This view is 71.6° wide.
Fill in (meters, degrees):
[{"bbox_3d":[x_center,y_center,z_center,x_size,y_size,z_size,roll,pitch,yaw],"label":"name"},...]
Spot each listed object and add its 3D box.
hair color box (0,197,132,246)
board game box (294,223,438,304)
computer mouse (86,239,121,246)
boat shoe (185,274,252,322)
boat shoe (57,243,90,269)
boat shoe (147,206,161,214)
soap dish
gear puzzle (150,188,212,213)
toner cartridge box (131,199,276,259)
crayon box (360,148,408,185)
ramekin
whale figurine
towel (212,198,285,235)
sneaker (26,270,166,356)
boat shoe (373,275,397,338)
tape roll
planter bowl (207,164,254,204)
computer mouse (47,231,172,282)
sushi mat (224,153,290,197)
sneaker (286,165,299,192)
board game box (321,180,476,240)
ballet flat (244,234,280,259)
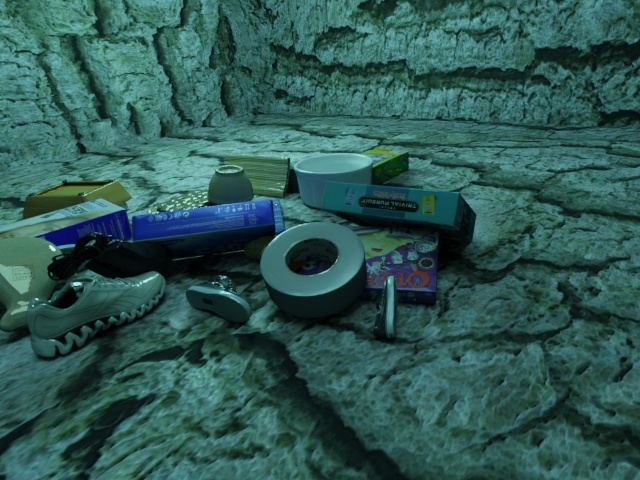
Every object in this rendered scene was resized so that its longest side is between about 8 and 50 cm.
[{"bbox_3d":[-0.770,-0.018,1.321,0.185,0.110,0.339,18,34,40],"label":"hair color box"},{"bbox_3d":[0.092,0.046,1.024,0.347,0.056,0.208,2,45,15],"label":"board game box"},{"bbox_3d":[-0.597,0.027,1.269,0.193,0.042,0.106,1,28,-2],"label":"computer mouse"},{"bbox_3d":[-0.201,0.117,0.957,0.184,0.065,0.083,11,29,33],"label":"boat shoe"},{"bbox_3d":[-0.726,0.057,1.166,0.226,0.083,0.076,-20,29,-29],"label":"boat shoe"},{"bbox_3d":[-0.524,-0.059,1.428,0.059,0.063,0.170,-8,33,-14],"label":"boat shoe"},{"bbox_3d":[-0.873,-0.139,1.596,0.291,0.118,0.229,1,25,15],"label":"soap dish"},{"bbox_3d":[-0.439,-0.141,1.622,0.176,0.044,0.339,11,27,28],"label":"gear puzzle"},{"bbox_3d":[-0.292,-0.022,1.171,0.348,0.075,0.165,-8,-21,-6],"label":"toner cartridge box"},{"bbox_3d":[0.220,-0.302,1.806,0.165,0.081,0.278,14,30,37],"label":"crayon box"},{"bbox_3d":[0.050,-0.212,1.568,0.278,0.135,0.277,-4,23,2],"label":"ramekin"},{"bbox_3d":[-0.676,0.113,1.012,0.216,0.141,0.272,-6,44,-38],"label":"whale figurine"},{"bbox_3d":[-0.241,-0.068,1.418,0.244,0.040,0.336,-6,24,-6],"label":"towel"},{"bbox_3d":[-0.457,0.123,0.932,0.110,0.118,0.292,10,26,34],"label":"sneaker"},{"bbox_3d":[0.126,0.126,0.863,0.040,0.049,0.142,-6,43,17],"label":"boat shoe"},{"bbox_3d":[-0.013,0.057,0.942,0.219,0.072,0.219,-7,42,6],"label":"tape roll"},{"bbox_3d":[-0.317,-0.202,1.563,0.162,0.109,0.162,2,26,-1],"label":"planter bowl"},{"bbox_3d":[-0.463,0.060,1.041,0.189,0.072,0.272,-31,-19,26],"label":"computer mouse"},{"bbox_3d":[-0.255,-0.254,1.710,0.317,0.151,0.019,9,3,30],"label":"sushi mat"},{"bbox_3d":[-0.168,-0.265,1.759,0.319,0.112,0.131,11,28,27],"label":"sneaker"},{"bbox_3d":[0.210,-0.074,1.158,0.336,0.079,0.254,9,-4,29],"label":"board game box"},{"bbox_3d":[-0.094,0.020,1.158,0.206,0.073,0.067,-13,36,-11],"label":"ballet flat"}]
